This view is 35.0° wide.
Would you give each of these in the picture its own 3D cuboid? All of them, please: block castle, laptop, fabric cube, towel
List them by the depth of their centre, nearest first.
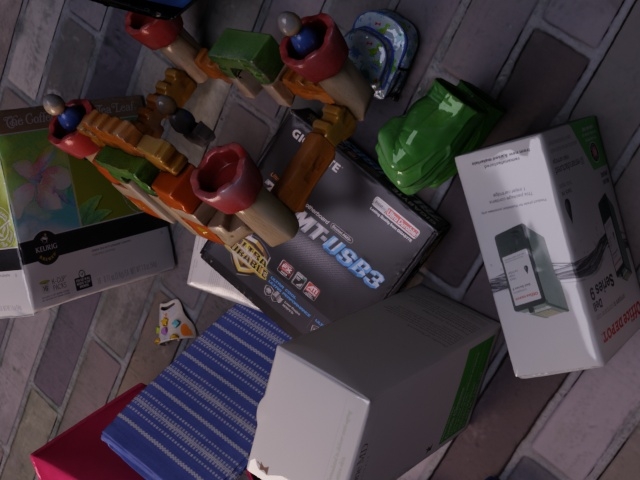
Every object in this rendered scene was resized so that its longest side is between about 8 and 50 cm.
[{"bbox_3d":[-0.178,-0.193,1.445,0.453,0.213,0.303,20,73,43],"label":"block castle"},{"bbox_3d":[-0.282,-0.408,1.496,0.234,0.264,0.136,27,103,53],"label":"laptop"},{"bbox_3d":[-0.156,0.257,1.608,0.243,0.336,0.040,29,150,33],"label":"towel"},{"bbox_3d":[-0.288,0.435,1.726,0.258,0.254,0.259,10,122,41],"label":"fabric cube"}]

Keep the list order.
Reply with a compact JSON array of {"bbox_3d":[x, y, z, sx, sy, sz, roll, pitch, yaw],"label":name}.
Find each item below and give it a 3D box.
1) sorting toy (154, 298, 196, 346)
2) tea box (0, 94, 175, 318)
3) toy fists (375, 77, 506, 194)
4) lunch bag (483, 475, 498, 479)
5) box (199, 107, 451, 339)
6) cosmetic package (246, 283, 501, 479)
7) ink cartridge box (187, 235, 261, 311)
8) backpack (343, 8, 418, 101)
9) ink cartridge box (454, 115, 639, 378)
[{"bbox_3d":[-0.271,0.146,1.830,0.083,0.045,0.075,-19,71,36],"label":"sorting toy"},{"bbox_3d":[-0.459,-0.063,1.722,0.220,0.329,0.323,-6,99,36],"label":"tea box"},{"bbox_3d":[0.148,-0.136,1.314,0.096,0.279,0.142,39,107,9],"label":"toy fists"},{"bbox_3d":[0.257,0.411,1.507,0.098,0.067,0.065,46,123,15],"label":"lunch bag"},{"bbox_3d":[0.000,0.000,1.551,0.295,0.073,0.293,41,117,13],"label":"box"},{"bbox_3d":[0.081,0.208,1.393,0.155,0.365,0.197,26,116,27],"label":"cosmetic package"},{"bbox_3d":[-0.100,0.024,1.681,0.225,0.056,0.181,18,113,10],"label":"ink cartridge box"},{"bbox_3d":[0.079,-0.269,1.449,0.105,0.084,0.114,34,116,20],"label":"backpack"},{"bbox_3d":[0.300,0.004,1.288,0.122,0.211,0.289,-13,95,35],"label":"ink cartridge box"}]
